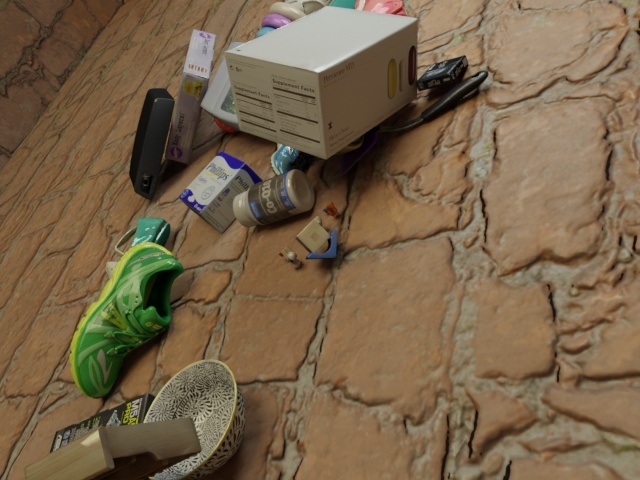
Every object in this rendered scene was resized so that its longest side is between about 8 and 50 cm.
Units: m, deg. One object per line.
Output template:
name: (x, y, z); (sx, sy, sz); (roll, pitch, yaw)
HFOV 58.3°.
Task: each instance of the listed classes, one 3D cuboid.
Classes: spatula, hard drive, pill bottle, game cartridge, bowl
spatula: (0.152, -0.207, 0.988); (0.296, 0.030, 0.084); (-27, 30, 19)
hard drive: (-0.423, -0.246, 1.424); (0.172, 0.054, 0.254); (47, 123, 56)
pill bottle: (-0.086, -0.072, 1.036); (0.137, 0.078, 0.078); (-18, 44, 30)
game cartridge: (-0.124, -0.325, 1.236); (0.294, 0.060, 0.196); (17, 84, 34)
bowl: (-0.157, 0.256, 0.782); (0.170, 0.080, 0.170); (-24, 42, 24)

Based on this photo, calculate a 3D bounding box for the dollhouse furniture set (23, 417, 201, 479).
dollhouse furniture set: (-0.186, 0.327, 0.603); (0.212, 0.161, 0.242); (-30, 67, 16)

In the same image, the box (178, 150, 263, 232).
box: (-0.203, -0.102, 1.177); (0.137, 0.072, 0.126); (-49, 38, -8)

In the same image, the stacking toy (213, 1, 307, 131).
stacking toy: (-0.146, -0.403, 1.383); (0.141, 0.141, 0.330); (25, 79, 51)

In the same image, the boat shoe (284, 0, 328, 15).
boat shoe: (-0.036, -0.595, 1.496); (0.084, 0.095, 0.258); (-54, 27, -6)

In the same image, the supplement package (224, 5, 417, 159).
supplement package: (0.011, -0.279, 0.970); (0.204, 0.145, 0.262); (24, 48, 34)

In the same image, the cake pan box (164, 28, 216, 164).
cake pan box: (-0.324, -0.366, 1.441); (0.267, 0.070, 0.245); (-96, 26, -47)

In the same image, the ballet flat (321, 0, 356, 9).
ballet flat: (0.071, -0.549, 1.355); (0.316, 0.107, 0.106); (-55, 18, -23)

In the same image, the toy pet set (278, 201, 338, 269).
toy pet set: (0.000, 0.000, 0.924); (0.122, 0.065, 0.114); (-46, 2, -8)

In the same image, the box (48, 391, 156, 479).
box: (-0.331, 0.383, 0.836); (0.216, 0.060, 0.270); (-26, 41, 21)

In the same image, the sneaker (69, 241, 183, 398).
sneaker: (-0.343, 0.145, 1.025); (0.124, 0.109, 0.295); (19, 80, 25)

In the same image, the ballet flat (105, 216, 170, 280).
ballet flat: (-0.391, 0.047, 1.184); (0.087, 0.083, 0.247); (12, 49, 1)

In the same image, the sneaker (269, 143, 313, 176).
sneaker: (-0.049, -0.165, 1.106); (0.073, 0.063, 0.162); (-20, 43, 23)

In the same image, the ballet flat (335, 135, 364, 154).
ballet flat: (0.025, -0.207, 1.070); (0.086, 0.086, 0.248); (-31, 34, 15)

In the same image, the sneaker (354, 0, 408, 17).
sneaker: (0.138, -0.488, 1.234); (0.136, 0.116, 0.313); (8, 63, 31)

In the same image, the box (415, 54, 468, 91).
box: (0.214, -0.293, 1.006); (0.067, 0.018, 0.083); (-3, 34, 40)
